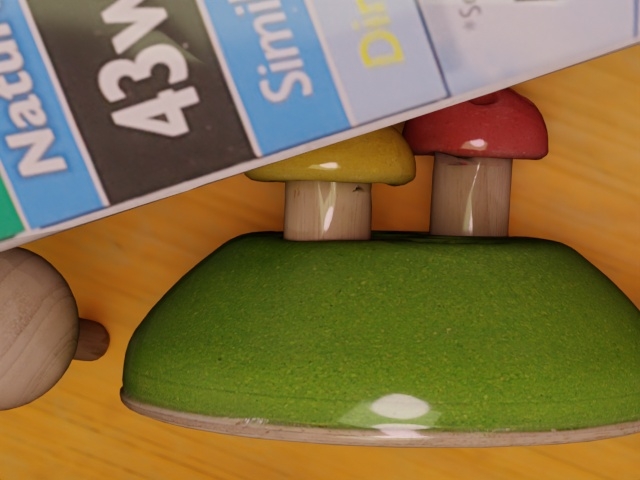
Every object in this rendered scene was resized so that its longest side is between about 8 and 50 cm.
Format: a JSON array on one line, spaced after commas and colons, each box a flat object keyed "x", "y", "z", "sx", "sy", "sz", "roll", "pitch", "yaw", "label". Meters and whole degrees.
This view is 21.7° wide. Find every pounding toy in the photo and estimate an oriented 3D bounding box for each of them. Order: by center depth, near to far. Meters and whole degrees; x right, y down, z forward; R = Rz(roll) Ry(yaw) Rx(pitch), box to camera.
[{"x": 0.000, "y": 0.000, "z": 0.561, "sx": 0.237, "sy": 0.183, "sz": 0.110, "roll": 2, "pitch": 92, "yaw": 11, "label": "pounding toy"}]

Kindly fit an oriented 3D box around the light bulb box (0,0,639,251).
[{"x": -0.042, "y": -0.211, "z": 0.470, "sx": 0.361, "sy": 0.225, "sz": 0.358, "roll": -18, "pitch": 103, "yaw": 12, "label": "light bulb box"}]
